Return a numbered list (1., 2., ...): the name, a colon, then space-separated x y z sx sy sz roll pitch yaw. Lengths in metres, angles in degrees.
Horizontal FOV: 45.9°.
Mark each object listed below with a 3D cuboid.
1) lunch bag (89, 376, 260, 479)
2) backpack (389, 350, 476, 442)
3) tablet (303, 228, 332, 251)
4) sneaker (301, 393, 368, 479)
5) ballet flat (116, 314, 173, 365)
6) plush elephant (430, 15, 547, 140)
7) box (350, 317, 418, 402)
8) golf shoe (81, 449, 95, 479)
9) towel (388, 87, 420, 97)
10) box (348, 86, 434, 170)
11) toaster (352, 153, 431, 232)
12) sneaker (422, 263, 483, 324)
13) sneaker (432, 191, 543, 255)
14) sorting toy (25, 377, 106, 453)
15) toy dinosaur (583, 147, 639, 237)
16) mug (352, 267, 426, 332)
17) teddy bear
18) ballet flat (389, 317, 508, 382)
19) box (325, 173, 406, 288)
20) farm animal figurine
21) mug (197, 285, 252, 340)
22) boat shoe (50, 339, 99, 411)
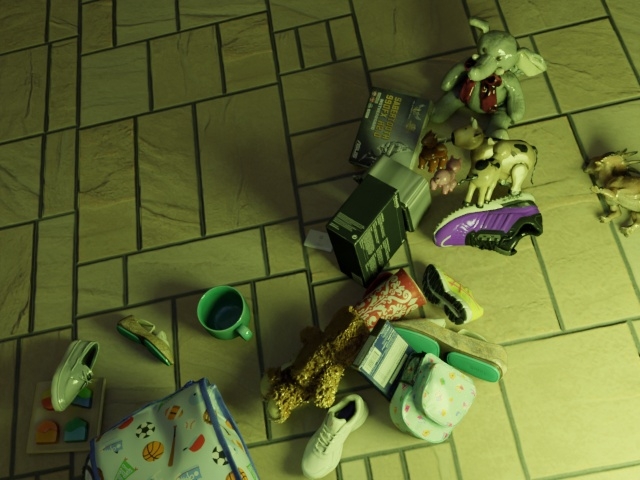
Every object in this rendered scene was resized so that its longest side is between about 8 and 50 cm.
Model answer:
1. lunch bag: -0.323 0.553 1.747 0.327 0.239 0.385 -30 68 -3
2. backpack: 0.258 0.375 1.765 0.166 0.144 0.188 35 79 -16
3. tablet: 0.000 0.000 2.106 0.083 0.006 0.054 14 66 18
4. sneaker: 0.024 0.455 1.795 0.090 0.115 0.232 26 70 23
5. ballet flat: -0.457 0.259 2.026 0.206 0.073 0.067 31 58 20
6. plush elephant: 0.475 -0.470 2.120 0.272 0.255 0.330 33 73 25
7. box: 0.175 0.304 1.808 0.036 0.225 0.136 9 59 51
8. golf shoe: -0.541 0.612 1.856 0.093 0.077 0.198 1 69 -1
9. towel: 0.229 -0.390 2.258 0.110 0.027 0.148 14 66 19
10. box: 0.202 -0.306 2.156 0.183 0.056 0.231 18 90 20
11. toaster: 0.197 -0.129 2.035 0.168 0.186 0.110 32 77 25
12. sneaker: 0.339 0.138 1.934 0.094 0.081 0.208 -2 41 -32
13. sneaker: 0.445 -0.019 1.973 0.293 0.102 0.146 -19 61 1
14. sorting toy: -0.668 0.455 1.977 0.208 0.038 0.193 -6 61 8
15. toy dinosaur: 0.814 -0.130 1.954 0.295 0.127 0.200 32 66 19
16. mug: 0.169 0.162 1.947 0.169 0.150 0.113 -35 98 -4
17. teddy bear: -0.011 0.314 1.862 0.338 0.113 0.245 -47 26 -11
18. ballet flat: 0.313 0.253 1.869 0.316 0.108 0.106 22 48 16
19. box: 0.123 -0.019 1.945 0.103 0.261 0.184 34 73 25
20. farm animal figurine: 0.415 -0.214 1.919 0.326 0.172 0.330 1 24 -24
21. mug: -0.248 0.209 1.991 0.129 0.097 0.158 -15 61 3
22. boat shoe: -0.636 0.345 1.975 0.081 0.079 0.227 -7 38 9
